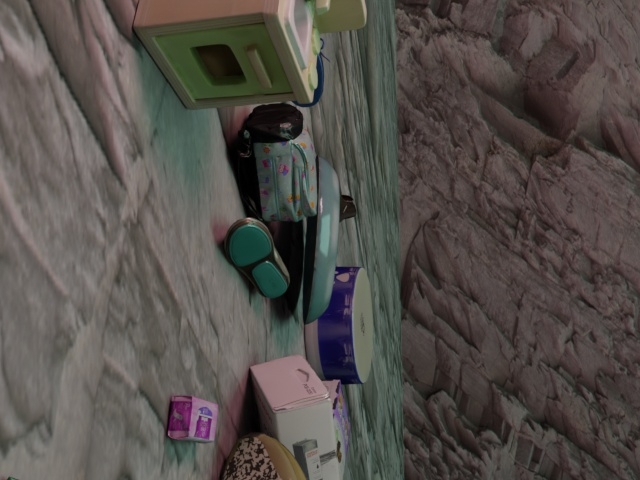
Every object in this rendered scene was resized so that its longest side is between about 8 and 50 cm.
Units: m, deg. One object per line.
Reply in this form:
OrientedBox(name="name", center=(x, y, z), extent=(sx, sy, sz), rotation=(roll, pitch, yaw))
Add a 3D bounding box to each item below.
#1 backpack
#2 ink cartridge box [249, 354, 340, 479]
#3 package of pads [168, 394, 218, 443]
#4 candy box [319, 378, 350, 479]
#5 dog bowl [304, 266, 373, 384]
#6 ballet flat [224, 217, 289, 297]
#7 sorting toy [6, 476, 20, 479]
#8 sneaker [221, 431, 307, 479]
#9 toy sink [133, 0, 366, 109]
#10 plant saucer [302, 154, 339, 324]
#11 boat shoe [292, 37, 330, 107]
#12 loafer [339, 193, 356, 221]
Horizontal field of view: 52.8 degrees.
OrientedBox(name="backpack", center=(-0.063, -0.115, 1.028), extent=(0.152, 0.115, 0.182), rotation=(-71, 159, -62))
OrientedBox(name="ink cartridge box", center=(-0.038, 0.308, 0.992), extent=(0.158, 0.092, 0.217), rotation=(-145, -132, -67))
OrientedBox(name="package of pads", center=(-0.153, 0.218, 0.783), extent=(0.083, 0.032, 0.050), rotation=(56, 33, -65))
OrientedBox(name="candy box", center=(0.007, 0.414, 1.328), extent=(0.196, 0.070, 0.164), rotation=(-75, 158, -52))
OrientedBox(name="dog bowl", center=(0.047, 0.190, 1.451), extent=(0.265, 0.104, 0.264), rotation=(-2, 90, -76))
OrientedBox(name="ballet flat", center=(-0.103, 0.016, 0.984), extent=(0.213, 0.072, 0.068), rotation=(69, -4, -55))
OrientedBox(name="sorting toy", center=(-0.243, 0.189, 0.464), extent=(0.083, 0.012, 0.062), rotation=(-52, 138, -69))
OrientedBox(name="sneaker", center=(-0.110, 0.406, 0.749), extent=(0.182, 0.158, 0.410), rotation=(50, 31, -40))
OrientedBox(name="toy sink", center=(-0.072, -0.252, 0.761), extent=(0.153, 0.234, 0.131), rotation=(63, 28, -61))
OrientedBox(name="plant saucer", center=(0.000, 0.000, 1.206), extent=(0.317, 0.044, 0.317), rotation=(-176, -90, -86))
OrientedBox(name="boat shoe", center=(-0.040, -0.373, 1.183), extent=(0.089, 0.109, 0.258), rotation=(-81, 165, -48))
OrientedBox(name="loafer", center=(0.033, -0.086, 1.480), extent=(0.220, 0.080, 0.078), rotation=(-41, 128, -72))
